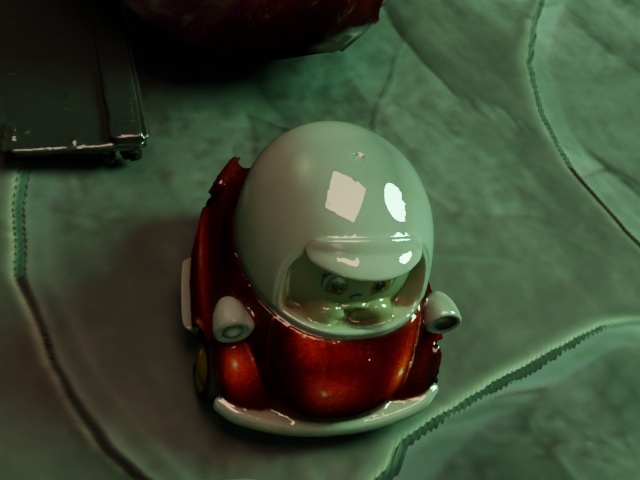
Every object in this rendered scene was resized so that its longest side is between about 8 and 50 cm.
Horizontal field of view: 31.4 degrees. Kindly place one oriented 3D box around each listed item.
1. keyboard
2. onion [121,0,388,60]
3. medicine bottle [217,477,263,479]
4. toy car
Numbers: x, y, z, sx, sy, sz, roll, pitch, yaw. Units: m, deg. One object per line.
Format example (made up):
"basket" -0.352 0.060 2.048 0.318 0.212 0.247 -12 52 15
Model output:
"keyboard" -0.142 -0.124 0.618 0.072 0.023 0.231 -6 50 -13
"onion" -0.032 -0.185 0.607 0.200 0.201 0.207 42 17 21
"medicine bottle" 0.021 0.161 0.311 0.288 0.157 0.157 18 45 -1
"toy car" 0.000 0.000 0.484 0.112 0.112 0.139 -2 50 -19
